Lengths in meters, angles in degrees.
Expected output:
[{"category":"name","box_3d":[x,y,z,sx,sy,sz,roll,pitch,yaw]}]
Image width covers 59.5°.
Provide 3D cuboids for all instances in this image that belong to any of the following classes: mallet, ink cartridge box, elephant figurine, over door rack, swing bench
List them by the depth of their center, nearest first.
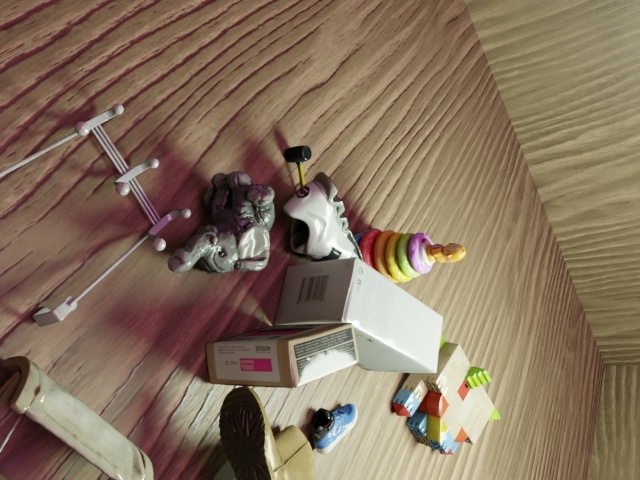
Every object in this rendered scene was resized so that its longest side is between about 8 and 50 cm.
[{"category":"swing bench","box_3d":[-0.386,0.334,0.766,0.253,0.165,0.255,53,47,-28]},{"category":"over door rack","box_3d":[-0.372,-0.053,0.898,0.324,0.108,0.240,-49,119,-42]},{"category":"elephant figurine","box_3d":[-0.183,0.001,1.084,0.185,0.169,0.240,23,63,-16]},{"category":"ink cartridge box","box_3d":[-0.076,0.221,1.098,0.193,0.234,0.088,-5,86,-51]},{"category":"mallet","box_3d":[-0.050,-0.135,1.353,0.039,0.062,0.190,-21,114,-48]}]

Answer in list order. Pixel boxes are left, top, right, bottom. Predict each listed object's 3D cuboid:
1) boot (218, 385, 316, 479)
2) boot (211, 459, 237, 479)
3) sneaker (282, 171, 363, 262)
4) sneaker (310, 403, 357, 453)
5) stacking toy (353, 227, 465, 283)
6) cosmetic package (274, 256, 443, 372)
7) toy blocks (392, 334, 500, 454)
[{"category":"boot","box_3d":[-0.096,0.399,1.104,0.269,0.089,0.236,33,44,-72]},{"category":"boot","box_3d":[-0.182,0.525,1.022,0.258,0.095,0.123,-42,108,-46]},{"category":"sneaker","box_3d":[0.000,0.000,1.331,0.146,0.122,0.331,-35,132,-11]},{"category":"sneaker","box_3d":[0.031,0.420,1.323,0.152,0.058,0.085,-38,121,-39]},{"category":"stacking toy","box_3d":[0.231,0.040,1.439,0.175,0.301,0.166,-26,103,-48]},{"category":"cosmetic package","box_3d":[0.103,0.191,1.332,0.385,0.217,0.156,35,58,-38]},{"category":"toy blocks","box_3d":[0.361,0.489,1.636,0.261,0.190,0.381,-48,119,-29]}]
